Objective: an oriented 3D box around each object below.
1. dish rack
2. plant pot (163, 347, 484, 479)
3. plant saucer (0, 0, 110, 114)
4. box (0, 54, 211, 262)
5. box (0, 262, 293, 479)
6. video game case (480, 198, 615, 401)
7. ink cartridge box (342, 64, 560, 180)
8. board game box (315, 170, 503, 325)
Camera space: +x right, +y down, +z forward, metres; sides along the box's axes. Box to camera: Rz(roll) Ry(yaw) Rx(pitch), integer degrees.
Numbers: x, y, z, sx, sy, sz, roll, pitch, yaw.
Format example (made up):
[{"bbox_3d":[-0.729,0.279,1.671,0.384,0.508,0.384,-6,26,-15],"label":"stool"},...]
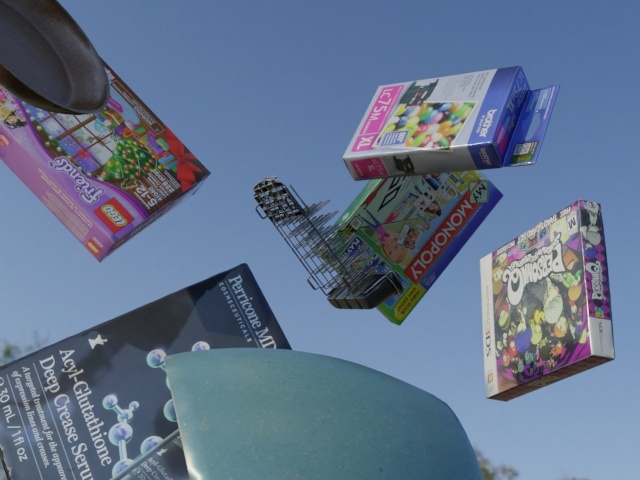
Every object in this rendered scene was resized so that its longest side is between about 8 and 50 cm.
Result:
[{"bbox_3d":[0.000,0.000,1.672,0.271,0.074,0.208,53,-18,-9],"label":"dish rack"},{"bbox_3d":[0.012,0.203,0.748,0.195,0.290,0.290,-13,-19,-9],"label":"plant pot"},{"bbox_3d":[-0.289,-0.193,1.001,0.036,0.199,0.198,-36,-41,19],"label":"plant saucer"},{"bbox_3d":[-0.310,-0.135,1.341,0.293,0.201,0.057,46,-44,1],"label":"box"},{"bbox_3d":[-0.208,0.264,1.383,0.395,0.293,0.212,-23,-32,-12],"label":"box"},{"bbox_3d":[0.292,0.085,1.365,0.041,0.210,0.232,12,-25,-23],"label":"video game case"},{"bbox_3d":[0.204,-0.185,1.620,0.311,0.186,0.065,-1,-44,32],"label":"ink cartridge box"},{"bbox_3d":[0.164,-0.033,1.886,0.213,0.317,0.046,42,-9,-19],"label":"board game box"}]
